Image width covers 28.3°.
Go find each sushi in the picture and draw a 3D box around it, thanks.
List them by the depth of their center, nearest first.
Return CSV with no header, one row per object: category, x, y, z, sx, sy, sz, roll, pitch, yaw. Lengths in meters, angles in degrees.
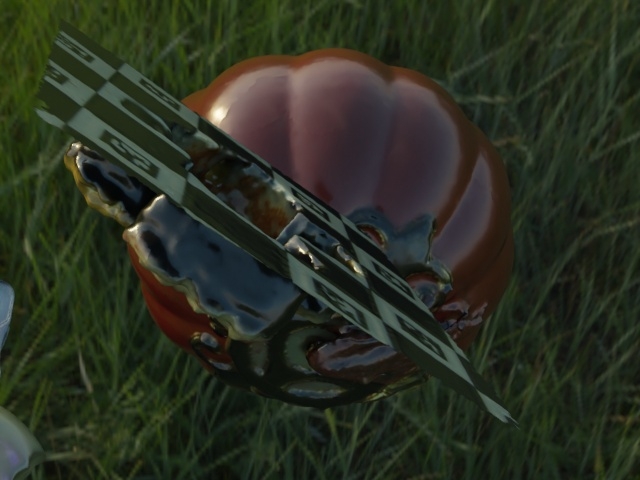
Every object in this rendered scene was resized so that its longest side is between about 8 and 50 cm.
sushi,-0.036,-0.002,0.477,0.193,0.040,0.210,34,9,-20

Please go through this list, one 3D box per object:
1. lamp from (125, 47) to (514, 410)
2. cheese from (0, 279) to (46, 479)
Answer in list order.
lamp,0.000,0.000,0.735,0.227,0.227,0.227,3,53,-4
cheese,-0.272,0.155,0.940,0.163,0.082,0.286,16,60,-15
